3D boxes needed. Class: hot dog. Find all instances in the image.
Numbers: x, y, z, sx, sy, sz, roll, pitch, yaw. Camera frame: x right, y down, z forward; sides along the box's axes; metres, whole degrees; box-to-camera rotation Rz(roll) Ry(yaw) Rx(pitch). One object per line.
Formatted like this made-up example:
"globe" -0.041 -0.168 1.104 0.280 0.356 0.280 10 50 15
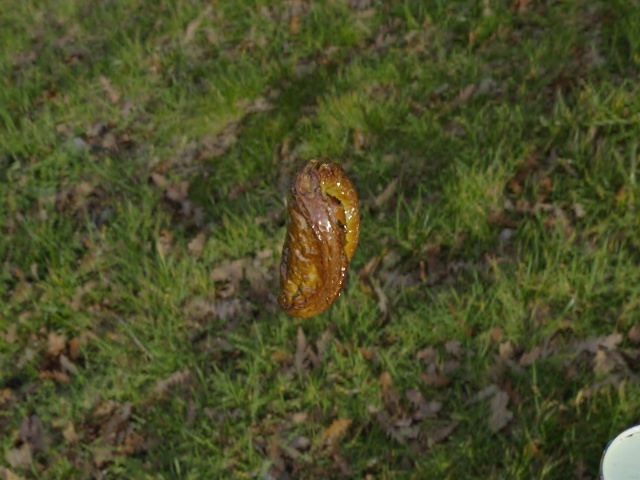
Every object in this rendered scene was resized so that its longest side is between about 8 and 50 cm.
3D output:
"hot dog" -0.002 -0.001 0.804 0.065 0.147 0.099 13 32 6

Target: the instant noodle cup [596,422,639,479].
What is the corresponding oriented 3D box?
"instant noodle cup" 0.554 0.424 1.514 0.251 0.190 0.251 -9 43 9
